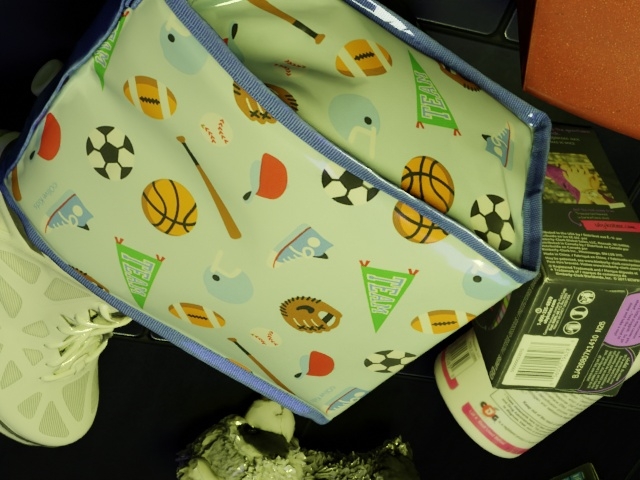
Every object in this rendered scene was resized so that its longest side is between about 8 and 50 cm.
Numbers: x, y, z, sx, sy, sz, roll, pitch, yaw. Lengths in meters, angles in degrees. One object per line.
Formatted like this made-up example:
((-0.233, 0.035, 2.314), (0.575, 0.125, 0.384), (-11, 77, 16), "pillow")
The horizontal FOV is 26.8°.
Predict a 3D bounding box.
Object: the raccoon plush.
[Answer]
((-0.031, 0.415, 1.672), (0.299, 0.446, 0.216), (0, 163, -10), "raccoon plush")

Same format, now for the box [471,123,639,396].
((0.240, 0.013, 1.432), (0.143, 0.270, 0.165), (6, 129, -15), "box")

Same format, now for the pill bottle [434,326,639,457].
((0.290, 0.123, 1.613), (0.160, 0.160, 0.283), (33, 118, -33), "pill bottle")

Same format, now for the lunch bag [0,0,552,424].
((-0.049, -0.062, 1.162), (0.386, 0.238, 0.328), (28, 135, -18), "lunch bag")

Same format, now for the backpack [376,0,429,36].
((0.060, -0.141, 1.334), (0.144, 0.165, 0.188), (-33, 125, 20), "backpack")

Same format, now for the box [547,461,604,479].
((0.311, 0.481, 1.989), (0.322, 0.079, 0.257), (-27, 129, 13), "box")

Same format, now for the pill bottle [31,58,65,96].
((-0.248, -0.143, 1.355), (0.043, 0.043, 0.083), (-36, 127, 20), "pill bottle")

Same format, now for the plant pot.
((0.309, -0.250, 1.241), (0.236, 0.267, 0.267), (5, 131, 2), "plant pot")

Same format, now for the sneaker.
((-0.259, 0.087, 1.399), (0.258, 0.169, 0.447), (18, 137, 27), "sneaker")
